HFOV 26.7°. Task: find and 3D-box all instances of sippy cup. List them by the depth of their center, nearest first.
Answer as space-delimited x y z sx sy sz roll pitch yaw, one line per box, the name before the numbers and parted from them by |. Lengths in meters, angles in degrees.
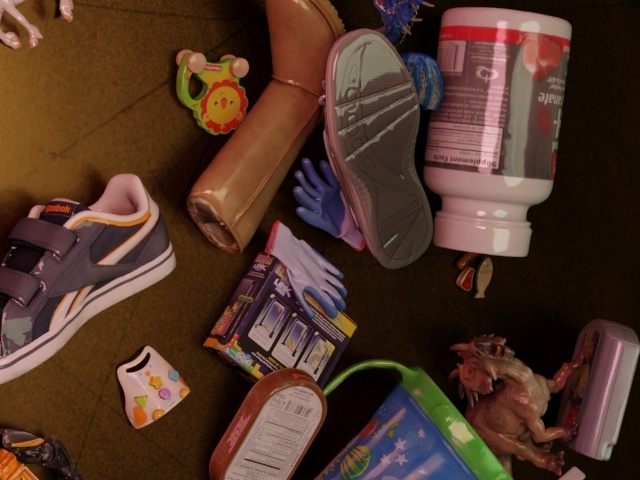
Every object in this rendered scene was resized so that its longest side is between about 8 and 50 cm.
sippy cup | 0.113 0.320 1.748 0.224 0.305 0.240 -38 143 -2

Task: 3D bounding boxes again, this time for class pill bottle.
pill bottle | 0.232 -0.144 1.806 0.176 0.176 0.319 3 96 -40

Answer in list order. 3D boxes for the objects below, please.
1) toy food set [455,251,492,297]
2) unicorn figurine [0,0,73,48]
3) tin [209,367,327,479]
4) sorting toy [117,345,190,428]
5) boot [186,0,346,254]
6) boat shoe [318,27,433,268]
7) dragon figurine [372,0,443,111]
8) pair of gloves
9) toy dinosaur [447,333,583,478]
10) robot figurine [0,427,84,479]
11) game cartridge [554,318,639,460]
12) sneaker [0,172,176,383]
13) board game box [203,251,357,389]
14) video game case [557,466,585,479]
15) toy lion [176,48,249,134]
toy food set | 0.220 0.019 1.930 0.078 0.019 0.122 11 98 -40
unicorn figurine | -0.319 -0.259 1.409 0.162 0.060 0.111 -53 127 -40
tin | -0.065 0.247 1.677 0.106 0.040 0.190 24 101 -31
sorting toy | -0.201 0.167 1.591 0.083 0.045 0.075 -39 101 -29
boot | -0.067 -0.146 1.580 0.269 0.089 0.236 -56 147 -18
boat shoe | 0.058 -0.114 1.639 0.118 0.103 0.320 -29 126 -16
dragon figurine | 0.096 -0.193 1.704 0.085 0.144 0.289 -27 114 -33
pair of gloves | 0.000 0.000 1.699 0.159 0.023 0.198 44 50 -35
toy dinosaur | 0.256 0.242 1.925 0.200 0.127 0.296 13 121 -2
robot figurine | -0.313 0.345 1.491 0.211 0.085 0.291 -50 125 -23
game cartridge | 0.403 0.214 1.977 0.060 0.294 0.196 19 86 3
sneaker | -0.295 0.035 1.430 0.321 0.126 0.127 -38 124 -42
board game box | -0.048 0.119 1.700 0.170 0.048 0.141 44 68 -36
video game case | 0.279 0.466 1.953 0.204 0.025 0.285 -32 149 -32
toy lion | -0.128 -0.174 1.597 0.100 0.034 0.096 1 104 -40
